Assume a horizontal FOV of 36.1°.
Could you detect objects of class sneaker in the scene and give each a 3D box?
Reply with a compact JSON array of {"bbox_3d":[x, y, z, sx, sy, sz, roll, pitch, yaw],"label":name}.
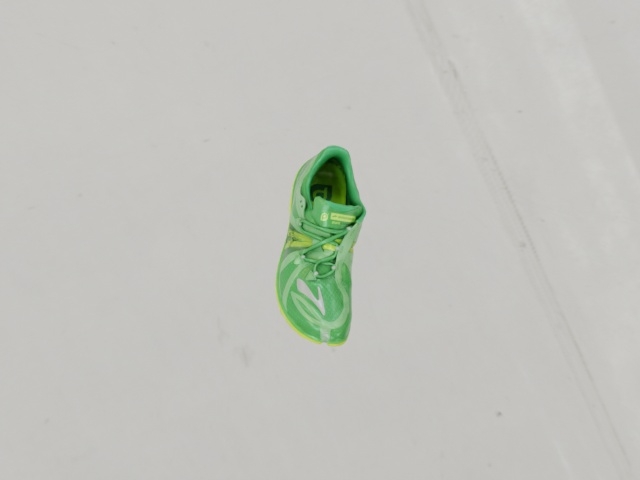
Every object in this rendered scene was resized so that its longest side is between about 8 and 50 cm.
[{"bbox_3d":[0.000,0.000,1.344,0.109,0.123,0.295,5,65,-12],"label":"sneaker"}]
